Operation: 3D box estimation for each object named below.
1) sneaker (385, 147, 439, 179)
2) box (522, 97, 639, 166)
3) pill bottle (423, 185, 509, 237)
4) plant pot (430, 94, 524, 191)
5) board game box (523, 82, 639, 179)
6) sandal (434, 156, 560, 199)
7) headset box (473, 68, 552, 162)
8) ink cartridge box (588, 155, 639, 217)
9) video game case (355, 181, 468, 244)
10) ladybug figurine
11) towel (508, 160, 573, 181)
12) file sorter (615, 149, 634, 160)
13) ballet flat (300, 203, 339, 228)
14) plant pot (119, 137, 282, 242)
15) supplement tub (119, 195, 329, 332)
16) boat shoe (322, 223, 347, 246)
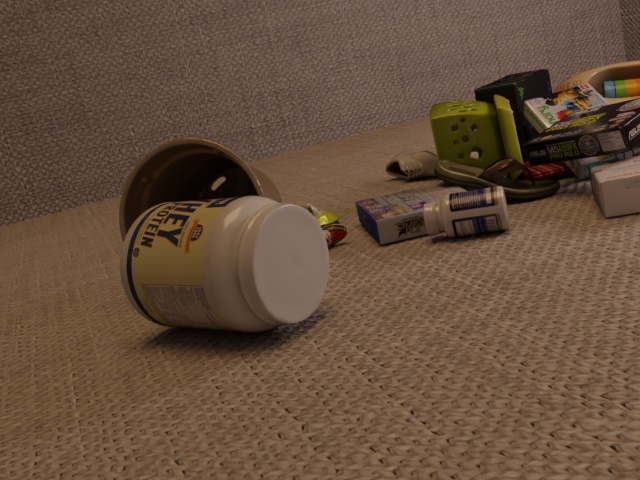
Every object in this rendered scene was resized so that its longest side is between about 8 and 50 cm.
[{"bbox_3d":[0.294,-0.219,2.395,0.091,0.094,0.258,-38,18,-21],"label":"sneaker"},{"bbox_3d":[0.639,-0.254,1.828,0.216,0.060,0.270,-33,16,-32],"label":"box"},{"bbox_3d":[0.308,-0.057,1.677,0.169,0.094,0.094,-8,14,16],"label":"pill bottle"},{"bbox_3d":[0.411,-0.257,2.074,0.207,0.228,0.227,-13,17,14],"label":"plant pot"},{"bbox_3d":[0.683,-0.288,2.048,0.192,0.053,0.305,-17,44,-7],"label":"board game box"},{"bbox_3d":[0.426,-0.163,1.907,0.302,0.086,0.120,14,19,13],"label":"sandal"},{"bbox_3d":[0.569,-0.348,2.290,0.131,0.247,0.283,-2,16,37],"label":"headset box"},{"bbox_3d":[0.644,-0.117,1.647,0.139,0.082,0.191,-9,15,15],"label":"ink cartridge box"},{"bbox_3d":[0.226,-0.070,1.872,0.244,0.061,0.269,-12,13,-5],"label":"video game case"},{"bbox_3d":[0.879,-0.384,2.247,0.448,0.162,0.305,-1,39,20],"label":"ladybug figurine"},{"bbox_3d":[0.643,-0.200,2.091,0.274,0.031,0.199,-13,14,-2],"label":"towel"},{"bbox_3d":[0.768,-0.197,1.813,0.170,0.105,0.118,-10,13,12],"label":"file sorter"},{"bbox_3d":[-0.047,-0.051,2.002,0.230,0.077,0.077,-22,16,-35],"label":"ballet flat"},{"bbox_3d":[-0.232,-0.057,1.791,0.333,0.334,0.305,-9,3,15],"label":"plant pot"},{"bbox_3d":[-0.171,0.042,1.405,0.324,0.236,0.235,-2,17,38],"label":"supplement tub"},{"bbox_3d":[0.000,0.000,1.821,0.136,0.049,0.043,-17,17,-10],"label":"boat shoe"}]
